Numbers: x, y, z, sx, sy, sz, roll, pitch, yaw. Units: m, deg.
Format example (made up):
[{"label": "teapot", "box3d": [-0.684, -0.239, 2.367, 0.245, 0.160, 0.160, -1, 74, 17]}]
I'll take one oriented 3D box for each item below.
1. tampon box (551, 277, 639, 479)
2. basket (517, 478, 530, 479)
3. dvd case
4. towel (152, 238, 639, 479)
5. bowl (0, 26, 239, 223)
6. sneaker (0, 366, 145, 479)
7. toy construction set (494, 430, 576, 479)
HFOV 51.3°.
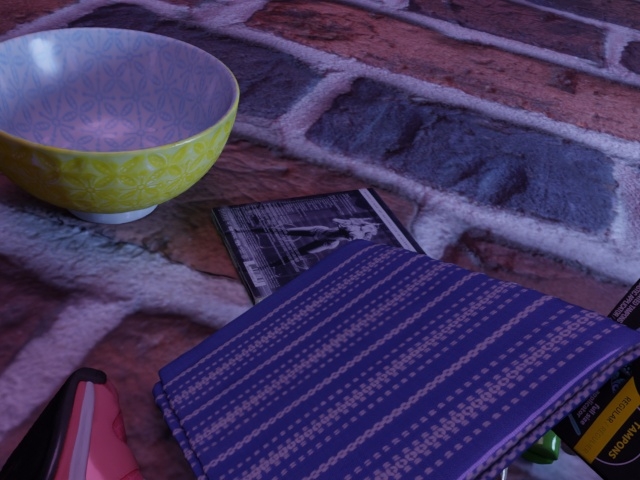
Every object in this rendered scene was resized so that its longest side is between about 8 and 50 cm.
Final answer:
[{"label": "tampon box", "box3d": [0.226, 0.112, 0.363, 0.101, 0.120, 0.161, 36, 4, -42]}, {"label": "basket", "box3d": [0.115, 0.259, 0.319, 0.254, 0.201, 0.289, -3, 10, -17]}, {"label": "dvd case", "box3d": [0.000, 0.000, 0.787, 0.221, 0.018, 0.164, -9, 41, -23]}, {"label": "towel", "box3d": [0.015, 0.095, 0.470, 0.243, 0.040, 0.336, -35, 21, -15]}, {"label": "bowl", "box3d": [-0.242, -0.113, 0.759, 0.289, 0.156, 0.289, 7, 38, -6]}, {"label": "sneaker", "box3d": [-0.142, 0.218, 0.437, 0.136, 0.116, 0.314, 32, 17, -31]}, {"label": "toy construction set", "box3d": [0.265, 0.200, 0.469, 0.309, 0.257, 0.237, 3, 47, 24]}]
